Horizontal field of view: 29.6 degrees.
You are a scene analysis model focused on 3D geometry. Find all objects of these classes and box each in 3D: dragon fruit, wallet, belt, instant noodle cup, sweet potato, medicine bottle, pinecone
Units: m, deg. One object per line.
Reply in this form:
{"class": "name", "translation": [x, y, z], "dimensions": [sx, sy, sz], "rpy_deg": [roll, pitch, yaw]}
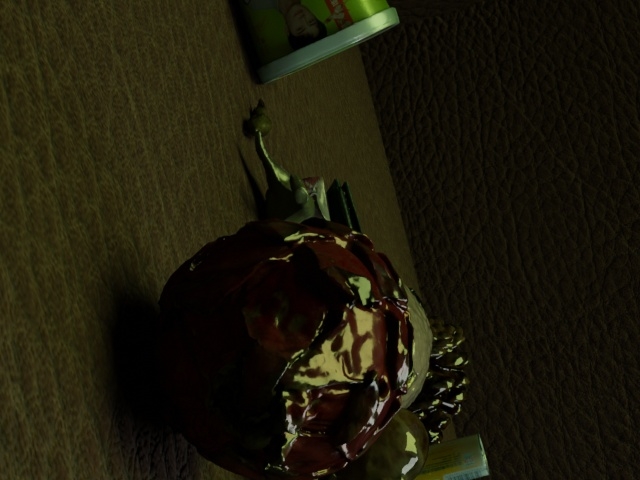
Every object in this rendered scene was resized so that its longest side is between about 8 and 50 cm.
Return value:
{"class": "dragon fruit", "translation": [-0.038, 0.093, 1.065], "dimensions": [0.299, 0.244, 0.244], "rpy_deg": [-17, 90, -82]}
{"class": "wallet", "translation": [0.043, 0.027, 2.171], "dimensions": [0.160, 0.055, 0.236], "rpy_deg": [125, -42, -62]}
{"class": "belt", "translation": [0.000, 0.000, 2.106], "dimensions": [0.071, 0.053, 0.232], "rpy_deg": [65, 14, -65]}
{"class": "instant noodle cup", "translation": [-0.040, -0.467, 2.117], "dimensions": [0.294, 0.293, 0.308], "rpy_deg": [-57, 123, -79]}
{"class": "sweet potato", "translation": [-0.094, -0.186, 1.903], "dimensions": [0.153, 0.038, 0.041], "rpy_deg": [-88, -177, -70]}
{"class": "medicine bottle", "translation": [0.131, 0.335, 1.747], "dimensions": [0.074, 0.218, 0.074], "rpy_deg": [-15, 90, -82]}
{"class": "pinecone", "translation": [0.112, 0.215, 1.852], "dimensions": [0.243, 0.243, 0.257], "rpy_deg": [51, 44, -68]}

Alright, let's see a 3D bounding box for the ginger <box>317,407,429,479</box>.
{"class": "ginger", "translation": [0.054, 0.373, 1.294], "dimensions": [0.256, 0.176, 0.375], "rpy_deg": [-22, 104, -61]}

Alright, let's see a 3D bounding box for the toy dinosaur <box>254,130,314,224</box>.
{"class": "toy dinosaur", "translation": [-0.044, -0.013, 1.793], "dimensions": [0.162, 0.077, 0.294], "rpy_deg": [-101, -175, -58]}

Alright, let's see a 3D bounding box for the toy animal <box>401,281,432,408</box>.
{"class": "toy animal", "translation": [0.040, 0.133, 1.594], "dimensions": [0.358, 0.188, 0.227], "rpy_deg": [11, 53, -56]}

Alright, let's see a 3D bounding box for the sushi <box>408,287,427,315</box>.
{"class": "sushi", "translation": [0.149, 0.203, 2.385], "dimensions": [0.172, 0.153, 0.150], "rpy_deg": [95, 9, -45]}
